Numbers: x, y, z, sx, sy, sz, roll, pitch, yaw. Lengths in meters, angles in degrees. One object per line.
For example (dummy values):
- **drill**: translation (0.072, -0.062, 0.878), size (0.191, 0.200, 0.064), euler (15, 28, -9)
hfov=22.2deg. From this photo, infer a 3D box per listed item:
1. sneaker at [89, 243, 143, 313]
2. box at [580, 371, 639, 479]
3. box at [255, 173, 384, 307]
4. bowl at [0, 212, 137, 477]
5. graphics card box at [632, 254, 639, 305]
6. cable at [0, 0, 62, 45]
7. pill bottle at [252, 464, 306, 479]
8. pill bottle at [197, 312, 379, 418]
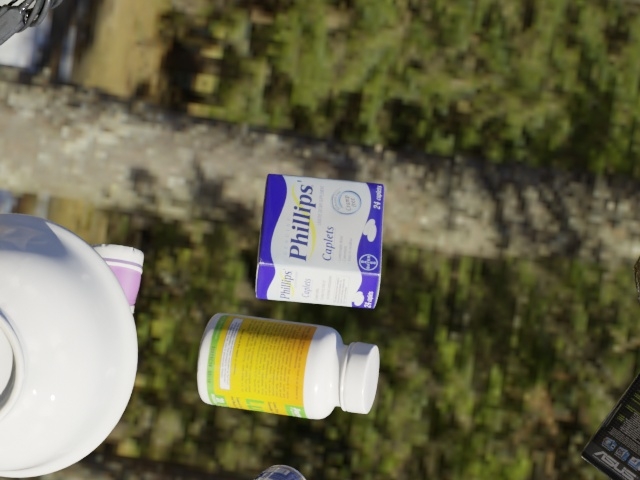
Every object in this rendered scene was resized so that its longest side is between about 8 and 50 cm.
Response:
- **sneaker**: translation (-0.299, 0.101, 2.012), size (0.282, 0.102, 0.161), euler (158, -63, -68)
- **box**: translation (0.407, 0.203, 1.521), size (0.060, 0.270, 0.216), euler (-39, 160, -48)
- **box**: translation (0.000, 0.000, 1.829), size (0.072, 0.137, 0.126), euler (96, -1, -56)
- **bowl**: translation (-0.356, 0.123, 1.742), size (0.134, 0.298, 0.298), euler (-24, 123, -75)
- **graphics card box**: translation (0.546, 0.011, 1.729), size (0.233, 0.371, 0.094), euler (110, -17, -50)
- **cable**: translation (-0.327, -0.298, 1.819), size (0.184, 0.047, 0.150), euler (-35, -140, 34)
- **pill bottle**: translation (-0.060, 0.291, 1.770), size (0.120, 0.067, 0.067), euler (-26, 126, -69)
- **pill bottle**: translation (-0.045, 0.186, 2.371), size (0.136, 0.246, 0.136), euler (7, 90, -77)
